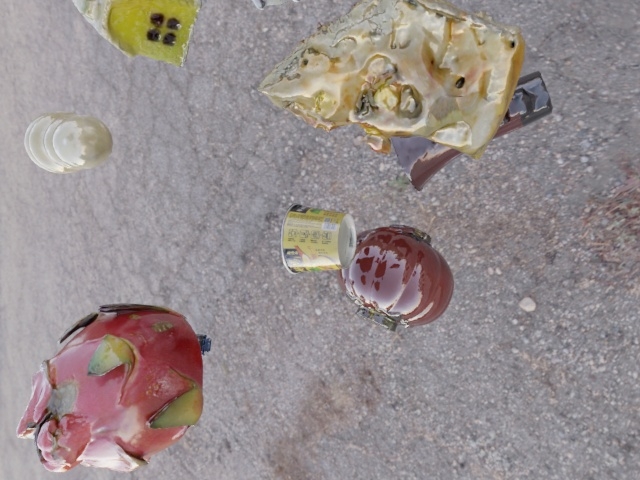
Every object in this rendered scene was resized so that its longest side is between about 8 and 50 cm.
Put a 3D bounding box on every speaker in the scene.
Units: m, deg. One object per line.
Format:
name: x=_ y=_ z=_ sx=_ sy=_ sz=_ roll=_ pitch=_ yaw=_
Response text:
speaker: x=0.304 y=-0.261 z=0.946 sx=0.329 sy=0.259 sz=0.198 roll=-23 pitch=72 yaw=31

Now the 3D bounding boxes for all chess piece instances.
chess piece: x=-0.598 y=-0.237 z=1.063 sx=0.299 sy=0.167 sz=0.167 roll=14 pitch=112 yaw=49

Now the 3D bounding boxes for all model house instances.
model house: x=-0.411 y=-0.511 z=0.957 sx=0.193 sy=0.234 sz=0.175 roll=49 pitch=120 yaw=23

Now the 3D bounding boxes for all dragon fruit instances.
dragon fruit: x=-0.379 y=0.257 z=0.784 sx=0.305 sy=0.225 sz=0.306 roll=-8 pitch=74 yaw=31

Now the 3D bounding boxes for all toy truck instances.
toy truck: x=-0.435 y=0.323 z=1.380 sx=0.088 sy=0.201 sz=0.074 roll=2 pitch=83 yaw=45

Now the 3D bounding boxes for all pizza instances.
pizza: x=0.080 y=-0.180 z=0.501 sx=0.189 sy=0.296 sz=0.071 roll=107 pitch=170 yaw=-46

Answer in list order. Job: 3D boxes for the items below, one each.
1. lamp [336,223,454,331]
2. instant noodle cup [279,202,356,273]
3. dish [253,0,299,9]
lamp: x=0.187 y=0.094 z=1.125 sx=0.303 sy=0.303 sz=0.257 roll=13 pitch=75 yaw=45
instant noodle cup: x=0.000 y=0.000 z=0.916 sx=0.122 sy=0.151 sz=0.152 roll=4 pitch=107 yaw=25
dish: x=-0.149 y=-0.801 z=1.304 sx=0.228 sy=0.236 sz=0.086 roll=39 pitch=154 yaw=-8
